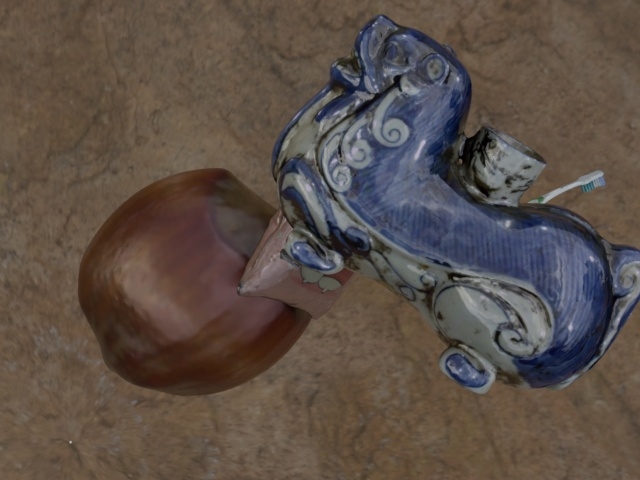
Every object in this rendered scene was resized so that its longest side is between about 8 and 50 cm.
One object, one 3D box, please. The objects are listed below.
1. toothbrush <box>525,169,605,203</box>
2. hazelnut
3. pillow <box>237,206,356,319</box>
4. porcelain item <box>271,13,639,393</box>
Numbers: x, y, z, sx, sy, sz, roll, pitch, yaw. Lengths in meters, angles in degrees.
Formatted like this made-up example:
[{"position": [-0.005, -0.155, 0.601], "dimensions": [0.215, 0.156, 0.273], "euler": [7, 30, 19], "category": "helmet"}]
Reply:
[{"position": [0.352, -0.052, 1.470], "dimensions": [0.303, 0.030, 0.030], "euler": [-23, 84, -1], "category": "toothbrush"}, {"position": [-0.182, 0.073, 1.326], "dimensions": [0.365, 0.366, 0.366], "euler": [4, 76, -16], "category": "hazelnut"}, {"position": [0.000, 0.000, 1.152], "dimensions": [0.084, 0.236, 0.223], "euler": [33, 92, 34], "category": "pillow"}, {"position": [0.102, -0.022, 0.625], "dimensions": [0.288, 0.138, 0.186], "euler": [36, 113, 10], "category": "porcelain item"}]
